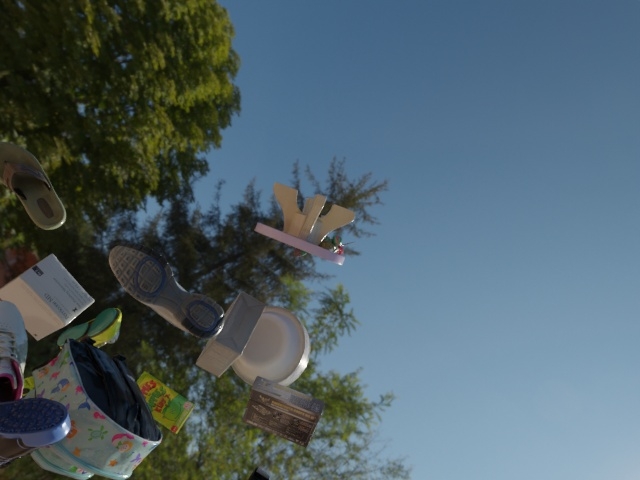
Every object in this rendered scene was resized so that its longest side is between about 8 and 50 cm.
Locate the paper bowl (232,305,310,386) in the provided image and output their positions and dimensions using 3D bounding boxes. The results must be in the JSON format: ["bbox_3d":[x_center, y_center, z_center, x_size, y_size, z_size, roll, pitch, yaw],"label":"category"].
[{"bbox_3d":[-0.185,0.369,1.655,0.284,0.284,0.148,43,-12,26],"label":"paper bowl"}]

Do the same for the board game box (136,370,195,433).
[{"bbox_3d":[-0.469,0.474,1.382,0.181,0.092,0.043,32,-23,3],"label":"board game box"}]

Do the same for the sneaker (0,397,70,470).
[{"bbox_3d":[-0.467,0.298,0.709,0.232,0.081,0.091,-5,-72,17],"label":"sneaker"}]

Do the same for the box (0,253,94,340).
[{"bbox_3d":[-0.784,0.163,1.337,0.181,0.119,0.181,-23,-70,32],"label":"box"}]

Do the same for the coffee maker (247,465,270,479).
[{"bbox_3d":[-0.160,0.809,1.446,0.178,0.171,0.120,23,-76,8],"label":"coffee maker"}]

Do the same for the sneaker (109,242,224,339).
[{"bbox_3d":[-0.361,0.126,1.072,0.297,0.111,0.129,46,-33,-14],"label":"sneaker"}]

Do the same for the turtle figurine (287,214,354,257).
[{"bbox_3d":[0.000,0.000,1.736,0.233,0.118,0.175,-10,-57,18],"label":"turtle figurine"}]

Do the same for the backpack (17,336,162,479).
[{"bbox_3d":[-0.433,0.335,0.900,0.253,0.191,0.225,29,-20,39],"label":"backpack"}]

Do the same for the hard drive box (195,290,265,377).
[{"bbox_3d":[-0.275,0.288,1.434,0.089,0.181,0.232,32,-39,-8],"label":"hard drive box"}]

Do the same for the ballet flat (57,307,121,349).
[{"bbox_3d":[-0.539,0.225,1.144,0.230,0.077,0.077,-23,-50,26],"label":"ballet flat"}]

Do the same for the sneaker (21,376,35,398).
[{"bbox_3d":[-1.036,0.545,1.620,0.123,0.295,0.110,122,-50,-67],"label":"sneaker"}]

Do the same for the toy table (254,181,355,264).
[{"bbox_3d":[-0.037,-0.051,1.379,0.161,0.274,0.252,-69,-160,-1],"label":"toy table"}]

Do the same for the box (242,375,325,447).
[{"bbox_3d":[-0.120,0.542,1.486,0.230,0.056,0.183,20,-56,3],"label":"box"}]

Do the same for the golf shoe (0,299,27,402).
[{"bbox_3d":[-0.644,0.250,0.954,0.140,0.115,0.307,-35,-125,32],"label":"golf shoe"}]

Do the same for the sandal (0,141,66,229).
[{"bbox_3d":[-0.870,-0.171,1.403,0.303,0.120,0.086,52,-20,-4],"label":"sandal"}]
